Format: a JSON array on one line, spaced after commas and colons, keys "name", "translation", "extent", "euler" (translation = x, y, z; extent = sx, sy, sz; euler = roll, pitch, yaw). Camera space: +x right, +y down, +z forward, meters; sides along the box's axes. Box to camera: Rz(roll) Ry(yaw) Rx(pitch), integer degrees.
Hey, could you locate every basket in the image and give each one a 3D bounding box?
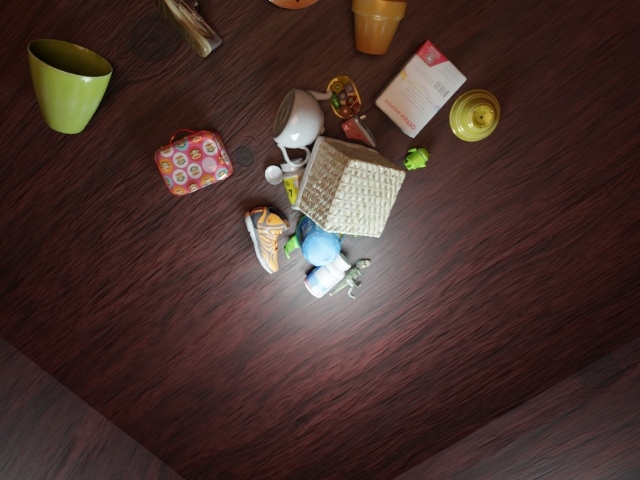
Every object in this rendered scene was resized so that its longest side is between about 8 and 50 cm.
[{"name": "basket", "translation": [0.124, -0.217, 1.699], "extent": [0.329, 0.266, 0.330], "euler": [5, 114, -36]}]

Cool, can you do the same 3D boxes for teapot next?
[{"name": "teapot", "translation": [-0.072, -0.477, 1.689], "extent": [0.187, 0.252, 0.256], "euler": [19, 142, -26]}]

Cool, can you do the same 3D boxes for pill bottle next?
[{"name": "pill bottle", "translation": [-0.099, -0.253, 1.821], "extent": [0.119, 0.119, 0.208], "euler": [-14, 109, 5]}, {"name": "pill bottle", "translation": [0.037, 0.160, 1.974], "extent": [0.221, 0.124, 0.124], "euler": [-42, 105, 13]}]

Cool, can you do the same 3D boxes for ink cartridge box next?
[{"name": "ink cartridge box", "translation": [0.395, -0.615, 1.687], "extent": [0.226, 0.131, 0.306], "euler": [39, 107, -14]}]

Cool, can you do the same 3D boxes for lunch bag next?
[{"name": "lunch bag", "translation": [-0.554, -0.352, 1.778], "extent": [0.294, 0.120, 0.257], "euler": [-19, 109, 7]}]

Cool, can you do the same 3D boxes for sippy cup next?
[{"name": "sippy cup", "translation": [0.000, 0.000, 1.861], "extent": [0.240, 0.224, 0.305], "euler": [34, 107, -12]}]

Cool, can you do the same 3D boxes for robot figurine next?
[{"name": "robot figurine", "translation": [0.426, -0.361, 1.815], "extent": [0.115, 0.067, 0.101], "euler": [-35, 113, 11]}]

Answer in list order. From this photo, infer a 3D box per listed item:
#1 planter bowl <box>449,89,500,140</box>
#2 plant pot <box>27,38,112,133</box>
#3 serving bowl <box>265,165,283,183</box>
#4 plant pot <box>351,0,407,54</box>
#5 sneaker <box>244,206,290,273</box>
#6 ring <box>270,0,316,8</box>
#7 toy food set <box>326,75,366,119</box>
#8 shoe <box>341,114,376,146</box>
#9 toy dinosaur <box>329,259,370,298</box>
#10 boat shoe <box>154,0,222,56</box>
[{"name": "planter bowl", "translation": [0.669, -0.526, 1.745], "extent": [0.218, 0.090, 0.216], "euler": [0, 110, 0]}, {"name": "plant pot", "translation": [-1.000, -0.584, 1.631], "extent": [0.275, 0.274, 0.293], "euler": [25, 123, -10]}, {"name": "serving bowl", "translation": [-0.204, -0.296, 1.847], "extent": [0.084, 0.027, 0.083], "euler": [6, 113, 14]}, {"name": "plant pot", "translation": [0.212, -0.828, 1.582], "extent": [0.206, 0.205, 0.187], "euler": [6, 125, -3]}, {"name": "sneaker", "translation": [-0.216, -0.006, 1.909], "extent": [0.180, 0.124, 0.320], "euler": [-17, 110, 6]}, {"name": "ring", "translation": [-0.096, -1.036, 1.510], "extent": [0.337, 0.032, 0.336], "euler": [-12, 136, -12]}, {"name": "toy food set", "translation": [0.108, -0.579, 1.728], "extent": [0.128, 0.071, 0.217], "euler": [-25, 109, 8]}, {"name": "shoe", "translation": [0.165, -0.457, 1.770], "extent": [0.081, 0.063, 0.178], "euler": [-23, 136, 28]}, {"name": "toy dinosaur", "translation": [0.149, 0.205, 1.992], "extent": [0.268, 0.064, 0.118], "euler": [-43, 122, -24]}, {"name": "boat shoe", "translation": [-0.522, -0.888, 1.597], "extent": [0.123, 0.123, 0.342], "euler": [-45, 101, -17]}]
